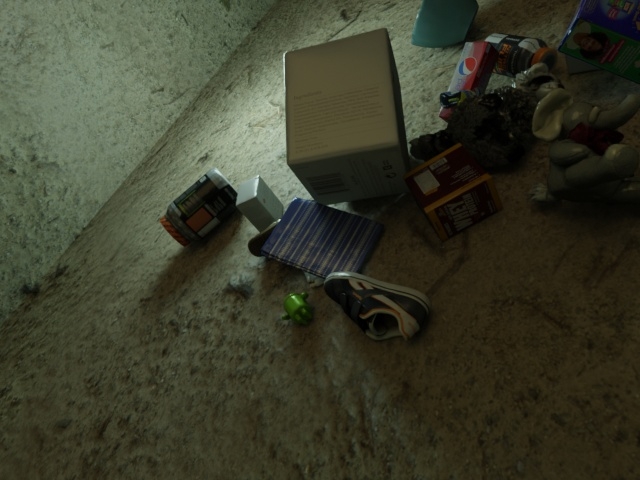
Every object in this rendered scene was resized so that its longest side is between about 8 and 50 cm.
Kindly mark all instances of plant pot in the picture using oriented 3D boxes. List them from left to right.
[{"bbox_3d":[0.511,-0.899,1.896,0.195,0.290,0.290,24,64,9],"label":"plant pot"}]

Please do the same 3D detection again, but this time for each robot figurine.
[{"bbox_3d":[-0.068,0.200,1.404,0.101,0.067,0.115,-51,38,4],"label":"robot figurine"}]

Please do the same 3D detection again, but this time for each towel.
[{"bbox_3d":[0.000,0.000,1.492,0.336,0.040,0.243,19,66,25],"label":"towel"}]

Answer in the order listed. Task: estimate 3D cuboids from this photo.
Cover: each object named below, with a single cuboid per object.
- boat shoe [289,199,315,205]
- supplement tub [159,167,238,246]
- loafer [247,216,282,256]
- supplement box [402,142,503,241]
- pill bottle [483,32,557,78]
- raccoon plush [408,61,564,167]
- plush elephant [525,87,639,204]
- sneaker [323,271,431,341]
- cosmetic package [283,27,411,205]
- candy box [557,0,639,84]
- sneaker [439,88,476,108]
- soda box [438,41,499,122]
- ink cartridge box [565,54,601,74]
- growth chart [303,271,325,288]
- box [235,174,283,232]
[{"bbox_3d":[-0.052,-0.122,1.728,0.133,0.049,0.042,-9,75,23],"label":"boat shoe"},{"bbox_3d":[-0.490,-0.133,1.958,0.316,0.193,0.193,-41,39,-4],"label":"supplement tub"},{"bbox_3d":[-0.129,-0.034,1.654,0.268,0.102,0.092,-22,20,11],"label":"loafer"},{"bbox_3d":[0.369,-0.138,1.342,0.191,0.129,0.194,-30,40,10],"label":"supplement box"},{"bbox_3d":[0.657,-0.607,1.574,0.130,0.130,0.245,-41,38,-3],"label":"pill bottle"},{"bbox_3d":[0.503,-0.394,1.442,0.299,0.216,0.446,-41,33,-25],"label":"raccoon plush"},{"bbox_3d":[0.638,-0.223,1.106,0.330,0.272,0.255,-4,72,66],"label":"plush elephant"},{"bbox_3d":[0.118,0.171,1.241,0.321,0.126,0.127,8,52,40],"label":"sneaker"},{"bbox_3d":[0.091,-0.365,1.484,0.327,0.329,0.393,-8,71,15],"label":"cosmetic package"},{"bbox_3d":[0.851,-0.573,1.279,0.317,0.122,0.268,27,66,12],"label":"candy box"},{"bbox_3d":[0.435,-0.452,1.512,0.059,0.053,0.144,-20,22,-17],"label":"sneaker"},{"bbox_3d":[0.490,-0.515,1.572,0.092,0.083,0.263,22,93,47],"label":"soda box"},{"bbox_3d":[0.860,-0.627,1.465,0.154,0.093,0.212,3,53,40],"label":"ink cartridge box"},{"bbox_3d":[0.001,0.053,1.533,0.172,0.021,0.237,-36,39,1],"label":"growth chart"},{"bbox_3d":[-0.223,-0.131,1.765,0.091,0.170,0.130,-22,41,20],"label":"box"}]
